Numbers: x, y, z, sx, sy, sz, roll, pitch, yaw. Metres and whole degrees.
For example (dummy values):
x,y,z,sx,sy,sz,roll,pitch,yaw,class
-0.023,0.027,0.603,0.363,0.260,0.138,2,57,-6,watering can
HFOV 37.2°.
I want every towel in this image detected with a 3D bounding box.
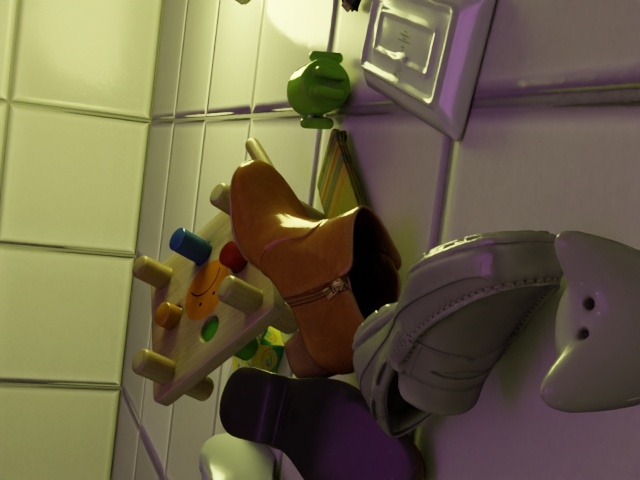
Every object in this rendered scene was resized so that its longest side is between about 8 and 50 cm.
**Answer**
x,y,z,sx,sy,sz,roll,pitch,yaw,class
0.035,-0.022,1.131,0.237,0.021,0.102,-105,22,-43,towel

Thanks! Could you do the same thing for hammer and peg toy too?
x,y,z,sx,sy,sz,roll,pitch,yaw,class
-0.117,0.038,1.338,0.361,0.127,0.266,-40,39,25,hammer and peg toy

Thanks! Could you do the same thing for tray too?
x,y,z,sx,sy,sz,roll,pitch,yaw,class
0.096,-0.205,0.984,0.270,0.030,0.145,-129,46,-64,tray

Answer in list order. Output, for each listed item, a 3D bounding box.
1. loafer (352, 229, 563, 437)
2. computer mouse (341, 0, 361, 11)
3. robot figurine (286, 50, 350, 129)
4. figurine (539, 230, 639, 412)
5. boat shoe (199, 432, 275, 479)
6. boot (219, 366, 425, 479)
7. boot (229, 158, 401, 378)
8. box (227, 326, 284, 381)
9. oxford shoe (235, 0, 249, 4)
x,y,z,sx,sy,sz,roll,pitch,yaw,class
0.107,0.083,0.766,0.319,0.112,0.112,118,147,-64,loafer
0.040,-0.380,1.183,0.106,0.042,0.193,117,146,-57,computer mouse
-0.004,-0.193,1.212,0.115,0.067,0.101,177,99,-71,robot figurine
0.176,0.102,0.385,0.092,0.209,0.215,155,119,-68,figurine
-0.101,0.371,1.290,0.301,0.108,0.102,-133,47,-62,boat shoe
0.021,0.204,1.007,0.305,0.115,0.112,14,84,53,boot
-0.001,0.001,1.041,0.211,0.104,0.295,-45,58,54,boot
-0.096,0.175,1.416,0.105,0.043,0.179,-112,32,-54,box
-0.041,-0.504,1.241,0.169,0.130,0.449,-60,2,-43,oxford shoe
